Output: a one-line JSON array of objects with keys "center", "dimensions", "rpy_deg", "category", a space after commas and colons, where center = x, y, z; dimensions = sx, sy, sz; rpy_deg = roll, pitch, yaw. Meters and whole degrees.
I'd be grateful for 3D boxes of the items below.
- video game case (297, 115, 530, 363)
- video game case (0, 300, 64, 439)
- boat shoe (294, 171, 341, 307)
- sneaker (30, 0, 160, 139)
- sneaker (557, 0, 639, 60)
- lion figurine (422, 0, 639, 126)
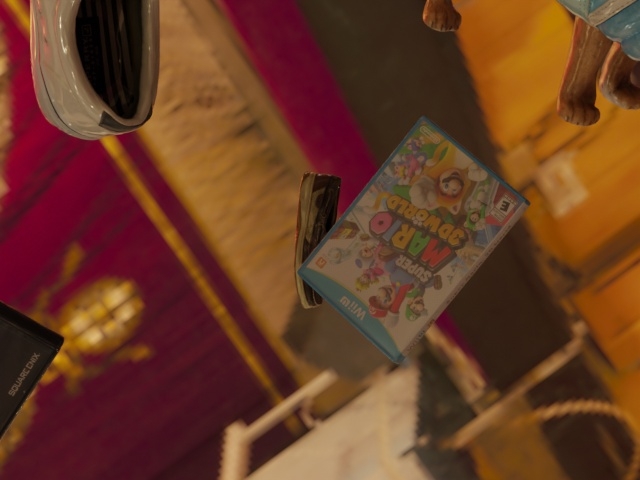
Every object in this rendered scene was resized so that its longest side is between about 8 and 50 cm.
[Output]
[{"center": [0.073, -0.002, 1.496], "dimensions": [0.119, 0.166, 0.015], "rpy_deg": [42, -173, 26], "category": "video game case"}, {"center": [-0.375, 0.085, 1.530], "dimensions": [0.274, 0.196, 0.026], "rpy_deg": [31, -154, -10], "category": "video game case"}, {"center": [0.000, 0.000, 2.066], "dimensions": [0.056, 0.049, 0.152], "rpy_deg": [-14, -75, -75], "category": "boat shoe"}, {"center": [-0.140, -0.190, 1.157], "dimensions": [0.091, 0.094, 0.258], "rpy_deg": [10, 114, 53], "category": "sneaker"}, {"center": [0.271, -0.235, 1.155], "dimensions": [0.208, 0.319, 0.127], "rpy_deg": [44, -145, 5], "category": "sneaker"}, {"center": [0.196, -0.248, 1.449], "dimensions": [0.392, 0.142, 0.240], "rpy_deg": [36, 124, 34], "category": "lion figurine"}]
